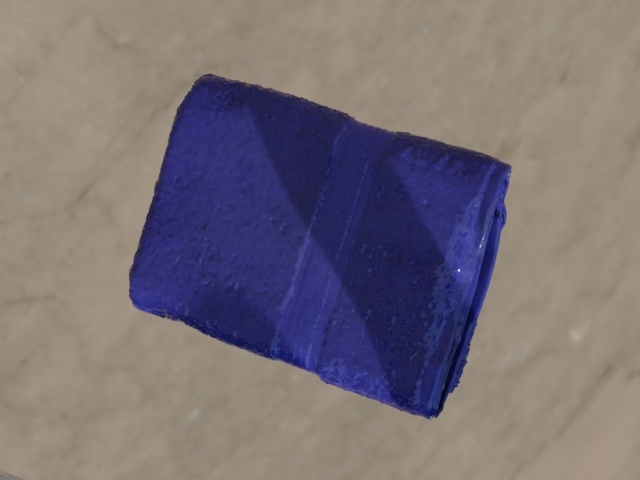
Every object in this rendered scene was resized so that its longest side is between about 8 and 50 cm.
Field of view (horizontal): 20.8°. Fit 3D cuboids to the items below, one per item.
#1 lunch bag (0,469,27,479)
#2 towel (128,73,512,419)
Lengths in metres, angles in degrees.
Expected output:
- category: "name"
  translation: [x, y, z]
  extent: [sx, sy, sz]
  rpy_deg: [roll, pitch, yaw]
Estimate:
- category: "lunch bag"
  translation: [-0.325, 0.391, 1.512]
  extent: [0.385, 0.328, 0.239]
  rpy_deg: [-50, 145, -39]
- category: "towel"
  translation: [0.000, 0.000, 1.503]
  extent: [0.076, 0.308, 0.227]
  rpy_deg: [6, 102, -71]
